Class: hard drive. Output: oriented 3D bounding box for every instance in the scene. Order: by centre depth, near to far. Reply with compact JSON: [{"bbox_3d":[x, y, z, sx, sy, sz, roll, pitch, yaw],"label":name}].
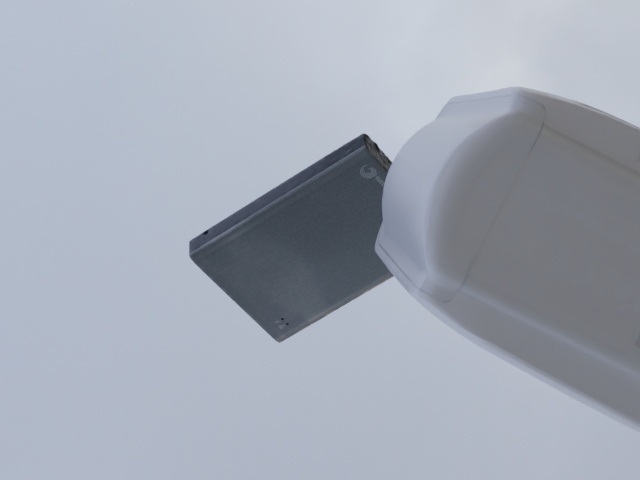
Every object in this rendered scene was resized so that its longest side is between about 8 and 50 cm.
[{"bbox_3d":[0.000,0.000,1.012,0.094,0.135,0.022,46,-157,-32],"label":"hard drive"}]

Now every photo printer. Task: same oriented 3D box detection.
[{"bbox_3d":[0.151,0.023,0.742,0.107,0.256,0.307,-63,4,3],"label":"photo printer"}]
